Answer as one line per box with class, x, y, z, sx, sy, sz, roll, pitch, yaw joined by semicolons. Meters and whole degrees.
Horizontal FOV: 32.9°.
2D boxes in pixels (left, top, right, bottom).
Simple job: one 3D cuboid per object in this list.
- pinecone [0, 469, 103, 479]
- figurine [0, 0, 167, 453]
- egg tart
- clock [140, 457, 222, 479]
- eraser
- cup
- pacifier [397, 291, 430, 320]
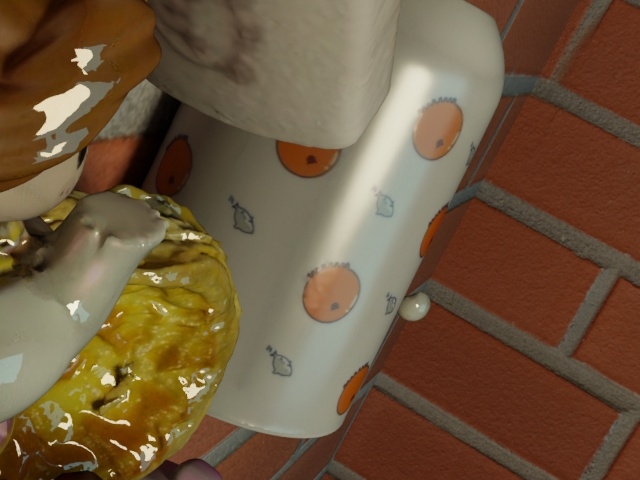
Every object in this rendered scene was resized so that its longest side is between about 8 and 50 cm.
pinecone;-0.139;0.292;0.473;0.398;0.398;0.398;-55;167;-20
figurine;-0.148;-0.030;0.411;0.142;0.189;0.263;-116;-141;-49
egg tart;-0.156;0.063;0.623;0.241;0.106;0.241;-24;135;-26
clock;-0.151;0.280;0.894;0.227;0.248;0.090;-62;165;11
eraser;-0.043;-0.162;0.474;0.095;0.174;0.270;-57;168;-24
cup;-0.009;-0.047;0.785;0.317;0.212;0.212;-63;167;12
pacifier;0.078;0.054;1.278;0.150;0.116;0.127;-56;141;-1
